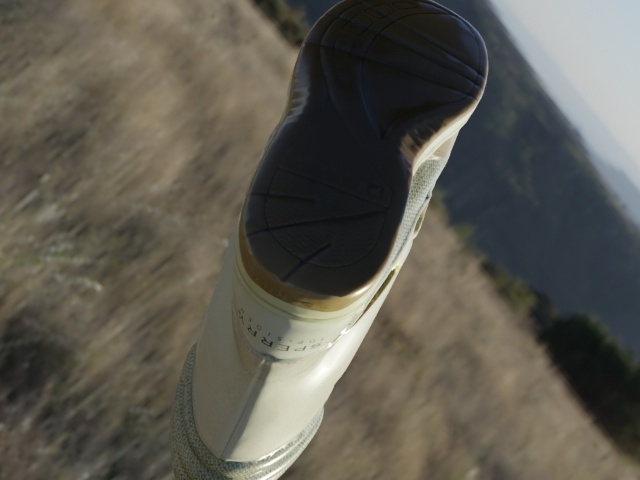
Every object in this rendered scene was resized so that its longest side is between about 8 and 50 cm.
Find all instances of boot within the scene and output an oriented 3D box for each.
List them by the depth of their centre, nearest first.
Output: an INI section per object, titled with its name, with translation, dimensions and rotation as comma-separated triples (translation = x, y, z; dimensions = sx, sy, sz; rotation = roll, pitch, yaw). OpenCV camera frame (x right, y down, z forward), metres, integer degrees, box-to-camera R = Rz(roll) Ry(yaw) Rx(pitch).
[boot]
translation = 0.000, 0.000, 0.657
dimensions = 0.077, 0.165, 0.213
rotation = 24, 44, 2
